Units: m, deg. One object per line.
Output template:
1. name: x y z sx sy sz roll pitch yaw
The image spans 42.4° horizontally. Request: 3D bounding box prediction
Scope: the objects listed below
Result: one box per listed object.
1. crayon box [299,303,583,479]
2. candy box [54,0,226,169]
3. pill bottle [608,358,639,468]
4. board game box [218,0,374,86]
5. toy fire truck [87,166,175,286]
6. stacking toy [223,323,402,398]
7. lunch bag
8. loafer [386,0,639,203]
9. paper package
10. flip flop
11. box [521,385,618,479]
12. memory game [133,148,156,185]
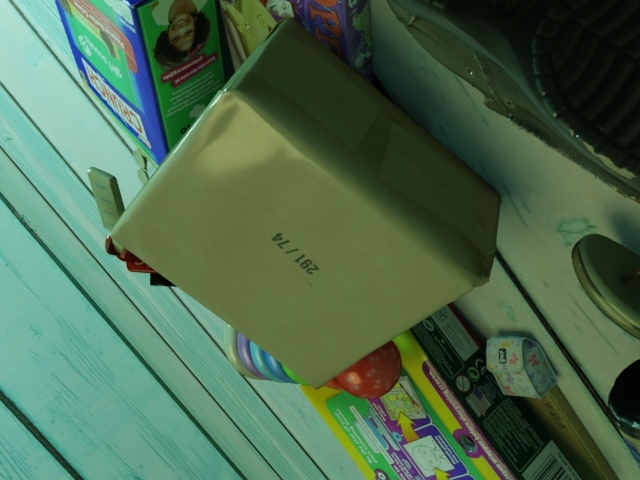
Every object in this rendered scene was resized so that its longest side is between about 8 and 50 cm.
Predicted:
1. crayon box: 0.174 0.298 1.232 0.363 0.106 0.313 54 143 3
2. candy box: -0.244 -0.272 1.099 0.268 0.122 0.317 45 157 28
3. pill bottle: 0.406 0.233 0.884 0.123 0.123 0.219 2 131 56
4. board game box: -0.027 -0.216 0.983 0.208 0.056 0.346 27 148 27
5. toy fire truck: -0.212 -0.010 1.175 0.217 0.158 0.246 3 178 26
6. stacking toy: -0.006 0.151 1.175 0.330 0.141 0.141 2 130 56
7. lunch bag: 0.259 0.164 1.090 0.071 0.053 0.083 -7 114 58
8. loafer: 0.196 -0.151 0.676 0.366 0.134 0.130 46 180 23
9. paper package: -0.020 -0.026 0.936 0.325 0.168 0.309 38 133 -12
10. flip flop: 0.361 0.069 0.755 0.277 0.112 0.080 37 127 24
11. box: 0.317 0.273 1.194 0.201 0.021 0.164 54 153 -16
12. memory game: -0.264 -0.097 1.404 0.186 0.012 0.186 36 143 34
